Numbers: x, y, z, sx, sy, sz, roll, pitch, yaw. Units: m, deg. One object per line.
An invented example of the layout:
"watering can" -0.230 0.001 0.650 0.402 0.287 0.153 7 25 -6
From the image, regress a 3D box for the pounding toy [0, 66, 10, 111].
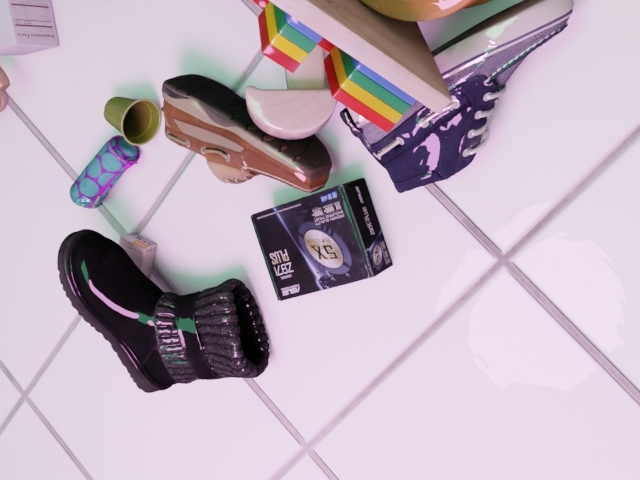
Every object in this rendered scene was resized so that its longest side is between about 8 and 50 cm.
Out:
"pounding toy" -0.715 -0.295 1.514 0.269 0.155 0.154 -30 91 31

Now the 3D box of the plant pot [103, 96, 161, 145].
"plant pot" -0.335 -0.217 1.373 0.079 0.083 0.083 27 114 34

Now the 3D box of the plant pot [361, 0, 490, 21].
"plant pot" 0.132 -0.394 0.934 0.291 0.203 0.291 15 132 18

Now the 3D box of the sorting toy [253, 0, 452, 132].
"sorting toy" 0.013 -0.267 0.966 0.257 0.255 0.089 27 122 -29

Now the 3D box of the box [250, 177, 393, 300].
"box" 0.000 0.000 1.231 0.180 0.077 0.147 -16 94 31

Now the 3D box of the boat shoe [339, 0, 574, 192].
"boat shoe" 0.204 -0.192 1.065 0.340 0.127 0.158 -25 104 32

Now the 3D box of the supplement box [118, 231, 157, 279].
"supplement box" -0.343 0.043 1.456 0.062 0.036 0.098 26 115 21

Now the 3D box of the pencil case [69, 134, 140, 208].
"pencil case" -0.390 -0.121 1.428 0.151 0.064 0.070 -43 64 30

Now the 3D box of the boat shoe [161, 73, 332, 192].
"boat shoe" -0.125 -0.153 1.252 0.324 0.122 0.120 33 122 26

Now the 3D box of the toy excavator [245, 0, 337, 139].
"toy excavator" -0.120 -0.415 1.112 0.445 0.222 0.433 24 88 -2

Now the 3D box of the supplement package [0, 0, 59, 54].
"supplement package" -0.562 -0.433 1.426 0.105 0.105 0.179 -3 100 29

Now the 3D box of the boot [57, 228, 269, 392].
"boot" -0.258 0.104 1.340 0.260 0.131 0.348 -17 116 32
